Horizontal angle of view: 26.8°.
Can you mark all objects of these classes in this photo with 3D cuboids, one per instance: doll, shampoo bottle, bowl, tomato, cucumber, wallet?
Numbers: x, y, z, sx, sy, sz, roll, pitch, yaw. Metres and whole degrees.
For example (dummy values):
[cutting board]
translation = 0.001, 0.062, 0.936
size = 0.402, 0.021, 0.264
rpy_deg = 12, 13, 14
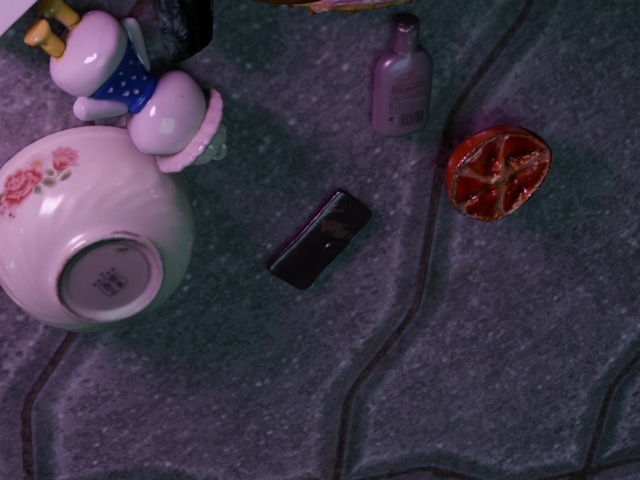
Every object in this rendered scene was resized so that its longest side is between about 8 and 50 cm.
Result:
[doll]
translation = -0.216, -0.177, 1.561
size = 0.293, 0.119, 0.138
rpy_deg = 35, 66, -35
[shampoo bottle]
translation = 0.107, -0.211, 1.726
size = 0.080, 0.040, 0.165
rpy_deg = -11, 128, -16
[bowl]
translation = -0.274, 0.008, 1.655
size = 0.277, 0.145, 0.277
rpy_deg = -11, 127, -16
[tomato]
translation = 0.232, -0.104, 1.845
size = 0.156, 0.069, 0.155
rpy_deg = -15, 132, -17
[cucumber]
translation = -0.155, -0.296, 1.485
size = 0.086, 0.115, 0.193
rpy_deg = -5, 137, -4
[wallet]
translation = 0.000, 0.000, 1.854
size = 0.156, 0.018, 0.082
rpy_deg = -46, 130, 12

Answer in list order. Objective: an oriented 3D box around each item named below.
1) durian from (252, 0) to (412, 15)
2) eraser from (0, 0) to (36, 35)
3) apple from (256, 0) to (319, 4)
[durian]
translation = 0.038, -0.358, 1.539
size = 0.341, 0.112, 0.191
rpy_deg = -21, 130, -1
[eraser]
translation = -0.298, -0.328, 1.427
size = 0.298, 0.076, 0.078
rpy_deg = -41, 132, 10
[apple]
translation = -0.040, -0.388, 1.305
size = 0.250, 0.277, 0.309
rpy_deg = 9, 101, -9
